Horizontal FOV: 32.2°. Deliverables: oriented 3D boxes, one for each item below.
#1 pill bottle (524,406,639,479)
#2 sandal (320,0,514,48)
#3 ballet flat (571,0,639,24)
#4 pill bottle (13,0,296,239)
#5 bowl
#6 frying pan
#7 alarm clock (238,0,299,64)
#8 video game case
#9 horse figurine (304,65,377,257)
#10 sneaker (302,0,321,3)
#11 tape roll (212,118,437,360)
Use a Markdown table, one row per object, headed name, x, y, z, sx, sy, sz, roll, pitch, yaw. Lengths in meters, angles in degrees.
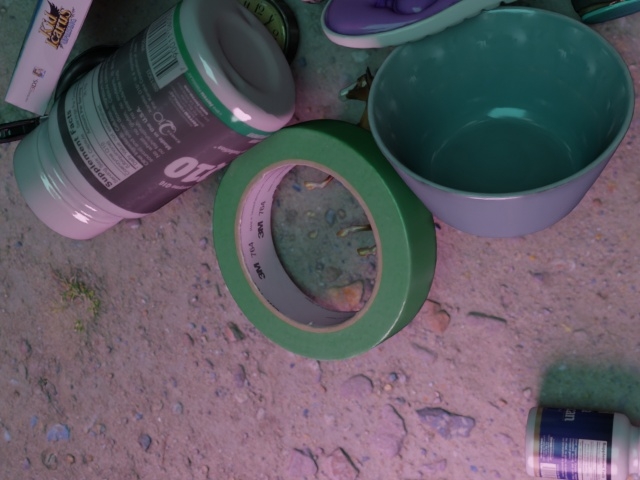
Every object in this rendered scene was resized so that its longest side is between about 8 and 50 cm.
| name | x | y | z | sx | sy | sz | roll | pitch | yaw |
| --- | --- | --- | --- | --- | --- | --- | --- | --- | --- |
| pill bottle | 0.361 | 0.273 | 1.473 | 0.169 | 0.094 | 0.094 | 2 | 100 | 17 |
| sandal | 0.188 | -0.360 | 1.373 | 0.416 | 0.169 | 0.102 | -17 | 133 | 11 |
| ballet flat | 0.442 | -0.333 | 1.341 | 0.280 | 0.095 | 0.096 | -6 | 86 | 19 |
| pill bottle | -0.227 | -0.155 | 1.473 | 0.361 | 0.204 | 0.204 | -30 | 90 | 28 |
| bowl | 0.221 | -0.125 | 1.368 | 0.311 | 0.312 | 0.163 | 9 | 146 | 16 |
| frying pan | -0.370 | -0.205 | 1.646 | 0.326 | 0.053 | 0.197 | 13 | 104 | 12 |
| alarm clock | -0.086 | -0.299 | 1.527 | 0.129 | 0.064 | 0.192 | 31 | 111 | 10 |
| video game case | -0.328 | -0.341 | 1.455 | 0.061 | 0.270 | 0.244 | 20 | 137 | -17 |
| horse figurine | 0.075 | -0.082 | 1.516 | 0.174 | 0.066 | 0.263 | -32 | 87 | 26 |
| sneaker | 0.032 | -0.453 | 1.445 | 0.121 | 0.112 | 0.299 | 30 | 94 | 4 |
| tape roll | 0.000 | 0.000 | 1.500 | 0.321 | 0.077 | 0.321 | 11 | 111 | 32 |
